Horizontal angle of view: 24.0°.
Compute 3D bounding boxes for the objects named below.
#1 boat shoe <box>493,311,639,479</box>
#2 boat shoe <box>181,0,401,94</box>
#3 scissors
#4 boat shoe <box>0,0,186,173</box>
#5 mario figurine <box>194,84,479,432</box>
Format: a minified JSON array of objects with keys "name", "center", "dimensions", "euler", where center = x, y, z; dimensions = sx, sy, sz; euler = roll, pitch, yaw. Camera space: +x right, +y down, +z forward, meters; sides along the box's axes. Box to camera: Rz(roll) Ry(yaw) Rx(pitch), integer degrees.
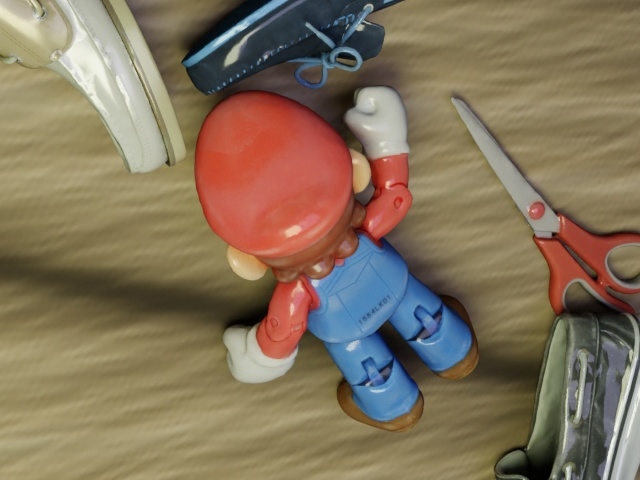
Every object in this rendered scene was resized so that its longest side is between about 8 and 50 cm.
[{"name":"boat shoe","center":[0.209,0.215,1.343],"dimensions":[0.119,0.121,0.335],"euler":[12,98,-11]},{"name":"boat shoe","center":[0.022,-0.171,1.115],"dimensions":[0.258,0.109,0.089],"euler":[-32,106,-9]},{"name":"scissors","center":[0.189,-0.007,1.297],"dimensions":[0.297,0.021,0.109],"euler":[33,94,-31]},{"name":"boat shoe","center":[-0.198,-0.168,1.023],"dimensions":[0.103,0.113,0.302],"euler":[-31,107,-11]},{"name":"mario figurine","center":[0.000,0.000,1.182],"dimensions":[0.320,0.170,0.198],"euler":[56,44,-39]}]
